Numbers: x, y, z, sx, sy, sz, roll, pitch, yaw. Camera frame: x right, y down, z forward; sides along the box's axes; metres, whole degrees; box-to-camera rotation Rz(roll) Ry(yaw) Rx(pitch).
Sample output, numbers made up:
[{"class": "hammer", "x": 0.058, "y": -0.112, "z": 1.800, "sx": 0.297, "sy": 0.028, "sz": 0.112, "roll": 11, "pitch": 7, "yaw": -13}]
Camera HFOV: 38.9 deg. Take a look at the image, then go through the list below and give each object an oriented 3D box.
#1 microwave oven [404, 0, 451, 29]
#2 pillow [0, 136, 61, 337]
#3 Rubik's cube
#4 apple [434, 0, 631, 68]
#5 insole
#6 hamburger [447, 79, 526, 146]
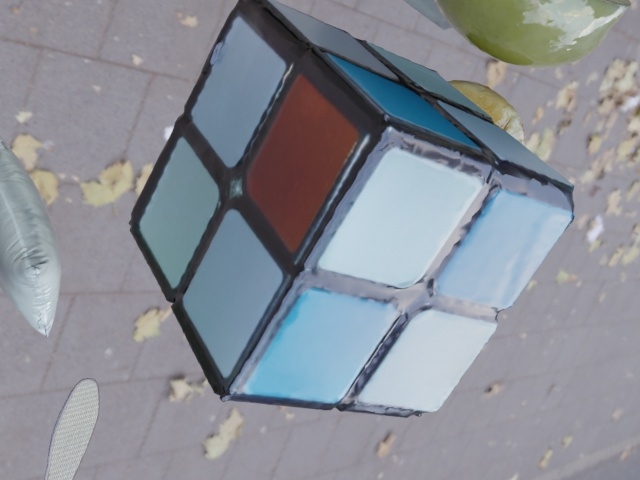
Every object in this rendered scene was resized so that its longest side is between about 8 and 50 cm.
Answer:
[{"class": "microwave oven", "x": 0.218, "y": -0.519, "z": 1.433, "sx": 0.237, "sy": 0.181, "sz": 0.295, "roll": 32, "pitch": 86, "yaw": -17}, {"class": "pillow", "x": -0.368, "y": -0.014, "z": 1.083, "sx": 0.078, "sy": 0.254, "sz": 0.144, "roll": -16, "pitch": 145, "yaw": -26}, {"class": "Rubik's cube", "x": 0.013, "y": -0.017, "z": 0.551, "sx": 0.167, "sy": 0.180, "sz": 0.183, "roll": 13, "pitch": 119, "yaw": -38}, {"class": "apple", "x": 0.273, "y": -0.364, "z": 1.181, "sx": 0.233, "sy": 0.257, "sz": 0.295, "roll": 100, "pitch": 9, "yaw": -64}, {"class": "insole", "x": -0.346, "y": 0.304, "z": 1.221, "sx": 0.086, "sy": 0.005, "sz": 0.253, "roll": 7, "pitch": 102, "yaw": -63}, {"class": "hamburger", "x": 0.199, "y": -0.134, "z": 1.335, "sx": 0.214, "sy": 0.213, "sz": 0.108, "roll": -56, "pitch": 162, "yaw": -2}]
